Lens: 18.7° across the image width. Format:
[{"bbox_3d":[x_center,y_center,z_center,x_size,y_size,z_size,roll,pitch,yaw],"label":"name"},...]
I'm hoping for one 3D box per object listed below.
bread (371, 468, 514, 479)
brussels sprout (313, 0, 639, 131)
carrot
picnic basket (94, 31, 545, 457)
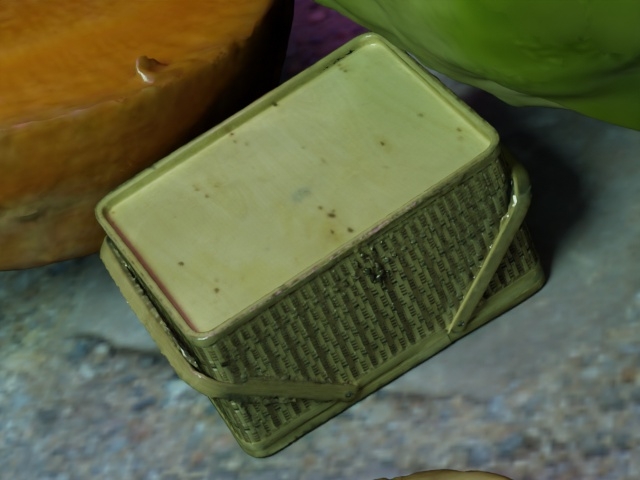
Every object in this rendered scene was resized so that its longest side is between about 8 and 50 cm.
[{"bbox_3d":[0.038,0.134,0.675,0.082,0.056,0.115,-9,37,15],"label":"bread"},{"bbox_3d":[0.106,-0.155,0.754,0.274,0.316,0.242,-7,64,49],"label":"brussels sprout"},{"bbox_3d":[-0.162,-0.090,0.890,0.307,0.100,0.258,-15,40,-25],"label":"carrot"},{"bbox_3d":[0.000,0.000,0.812,0.164,0.079,0.115,-32,43,-8],"label":"picnic basket"}]
